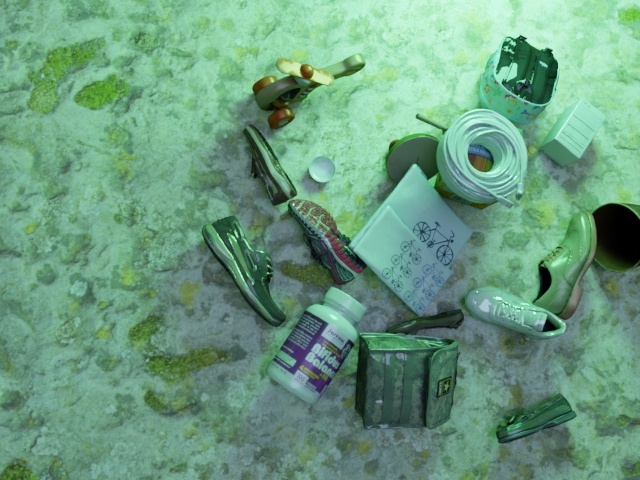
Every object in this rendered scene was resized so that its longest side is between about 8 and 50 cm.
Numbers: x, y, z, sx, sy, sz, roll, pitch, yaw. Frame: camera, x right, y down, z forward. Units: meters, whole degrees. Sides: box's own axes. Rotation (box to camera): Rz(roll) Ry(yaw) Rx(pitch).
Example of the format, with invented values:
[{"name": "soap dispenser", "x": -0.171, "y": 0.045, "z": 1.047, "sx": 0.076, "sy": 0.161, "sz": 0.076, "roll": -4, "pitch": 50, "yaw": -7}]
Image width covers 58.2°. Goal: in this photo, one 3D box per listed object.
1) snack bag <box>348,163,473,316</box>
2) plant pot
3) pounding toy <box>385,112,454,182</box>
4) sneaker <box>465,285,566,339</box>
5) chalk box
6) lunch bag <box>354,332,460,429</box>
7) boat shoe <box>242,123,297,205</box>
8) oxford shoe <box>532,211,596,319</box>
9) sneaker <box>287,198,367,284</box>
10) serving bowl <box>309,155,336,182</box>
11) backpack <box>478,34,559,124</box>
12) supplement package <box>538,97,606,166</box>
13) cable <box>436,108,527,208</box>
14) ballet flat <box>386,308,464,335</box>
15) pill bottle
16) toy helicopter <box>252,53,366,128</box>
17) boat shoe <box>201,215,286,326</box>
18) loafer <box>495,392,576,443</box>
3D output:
[{"name": "snack bag", "x": 0.288, "y": -0.001, "z": 1.706, "sx": 0.323, "sy": 0.037, "sz": 0.342, "roll": 45, "pitch": 73, "yaw": -19}, {"name": "plant pot", "x": 1.000, "y": -0.023, "z": 1.803, "sx": 0.230, "sy": 0.215, "sz": 0.216, "roll": -8, "pitch": 83, "yaw": -24}, {"name": "pounding toy", "x": 0.291, "y": -0.291, "z": 1.747, "sx": 0.182, "sy": 0.237, "sz": 0.110, "roll": 14, "pitch": 40, "yaw": -25}, {"name": "sneaker", "x": 0.586, "y": 0.211, "z": 1.715, "sx": 0.305, "sy": 0.152, "sz": 0.114, "roll": 19, "pitch": 81, "yaw": -4}, {"name": "chalk box", "x": 0.484, "y": -0.269, "z": 1.756, "sx": 0.180, "sy": 0.179, "sz": 0.289, "roll": 17, "pitch": 80, "yaw": -6}, {"name": "lunch bag", "x": 0.252, "y": 0.393, "z": 1.610, "sx": 0.286, "sy": 0.169, "sz": 0.235, "roll": 2, "pitch": 99, "yaw": -10}, {"name": "boat shoe", "x": -0.172, "y": -0.219, "z": 1.694, "sx": 0.095, "sy": 0.095, "sz": 0.258, "roll": -33, "pitch": 79, "yaw": 8}, {"name": "oxford shoe", "x": 0.754, "y": 0.062, "z": 1.780, "sx": 0.130, "sy": 0.123, "sz": 0.348, "roll": 19, "pitch": 78, "yaw": 0}, {"name": "sneaker", "x": 0.000, "y": 0.000, "z": 1.680, "sx": 0.299, "sy": 0.121, "sz": 0.112, "roll": 50, "pitch": 120, "yaw": 11}, {"name": "serving bowl", "x": 0.004, "y": -0.214, "z": 1.750, "sx": 0.083, "sy": 0.027, "sz": 0.083, "roll": 1, "pitch": 81, "yaw": -9}, {"name": "backpack", "x": 0.608, "y": -0.481, "z": 1.787, "sx": 0.225, "sy": 0.191, "sz": 0.254, "roll": 25, "pitch": 53, "yaw": -4}, {"name": "supplement package", "x": 0.812, "y": -0.347, "z": 1.856, "sx": 0.105, "sy": 0.105, "sz": 0.179, "roll": 37, "pitch": 78, "yaw": -2}, {"name": "cable", "x": 0.455, "y": -0.233, "z": 1.611, "sx": 0.257, "sy": 0.089, "sz": 0.257, "roll": 21, "pitch": 77, "yaw": -6}, {"name": "ballet flat", "x": 0.314, "y": 0.255, "z": 1.706, "sx": 0.249, "sy": 0.084, "sz": 0.058, "roll": -11, "pitch": 82, "yaw": -16}, {"name": "pill bottle", "x": -0.003, "y": 0.287, "z": 1.602, "sx": 0.169, "sy": 0.169, "sz": 0.302, "roll": 34, "pitch": 78, "yaw": -2}, {"name": "toy helicopter", "x": -0.025, "y": -0.475, "z": 1.679, "sx": 0.355, "sy": 0.235, "sz": 0.140, "roll": -25, "pitch": 86, "yaw": -12}, {"name": "boat shoe", "x": -0.193, "y": 0.079, "z": 1.624, "sx": 0.130, "sy": 0.132, "sz": 0.355, "roll": -35, "pitch": 89, "yaw": -12}, {"name": "loafer", "x": 0.631, "y": 0.531, "z": 1.716, "sx": 0.267, "sy": 0.096, "sz": 0.084, "roll": -11, "pitch": 64, "yaw": -17}]
